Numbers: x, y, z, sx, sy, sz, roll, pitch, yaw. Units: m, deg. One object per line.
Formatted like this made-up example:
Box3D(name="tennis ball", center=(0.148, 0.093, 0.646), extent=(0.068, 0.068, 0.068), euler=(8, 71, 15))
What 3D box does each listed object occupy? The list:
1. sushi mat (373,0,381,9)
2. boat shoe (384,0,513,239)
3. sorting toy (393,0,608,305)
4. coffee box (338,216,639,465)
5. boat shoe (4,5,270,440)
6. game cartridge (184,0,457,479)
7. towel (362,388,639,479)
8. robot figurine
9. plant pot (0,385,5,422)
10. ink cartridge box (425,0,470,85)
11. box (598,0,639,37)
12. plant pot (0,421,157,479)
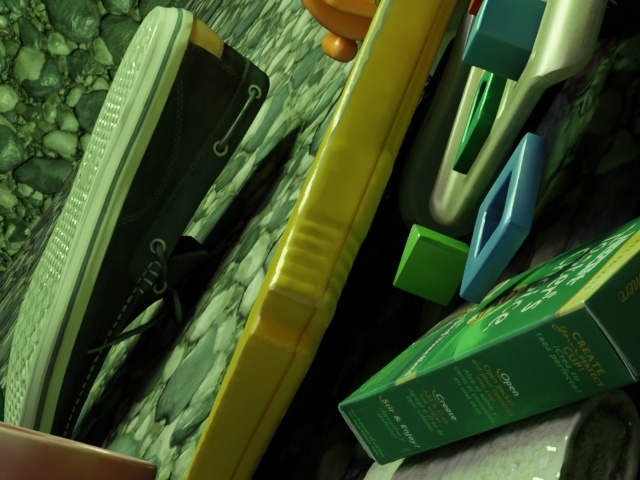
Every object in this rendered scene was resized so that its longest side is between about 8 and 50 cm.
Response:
Box3D(name="sushi mat", center=(0.081, -0.224, 1.019), extent=(0.151, 0.019, 0.316), euler=(-61, -12, -2))
Box3D(name="boat shoe", center=(0.106, -0.100, 0.895), extent=(0.228, 0.080, 0.076), euler=(-67, 19, -10))
Box3D(name="sorting toy", center=(0.104, -0.122, 0.725), extent=(0.196, 0.047, 0.347), euler=(120, 170, -65))
Box3D(name="coffee box", center=(0.099, 0.041, 0.618), extent=(0.113, 0.040, 0.184), euler=(-35, 2, -35))
Box3D(name="boat shoe", center=(-0.194, 0.013, 1.395), extent=(0.500, 0.156, 0.187), euler=(-67, 21, 2))
Box3D(name="game cartridge", center=(0.000, 0.000, 0.901), extent=(0.285, 0.053, 0.323), euler=(115, 176, -54))
Box3D(name="towel", center=(0.029, 0.197, 0.572), extent=(0.187, 0.049, 0.282), euler=(-30, 30, 55))
Box3D(name="robot figurine", center=(0.036, -0.265, 1.312), extent=(0.128, 0.158, 0.219), euler=(-26, 19, 1))
Box3D(name="plant pot", center=(-0.504, 0.273, 1.500), extent=(0.341, 0.341, 0.334), euler=(-55, 24, 3))
Box3D(name="ink cartridge box", center=(0.153, -0.233, 1.059), extent=(0.223, 0.045, 0.224), euler=(-61, 17, -16))
Box3D(name="box", center=(0.175, -0.167, 0.839), extent=(0.052, 0.062, 0.083), euler=(-61, 16, -15))
Box3D(name="plant pot", center=(-0.246, 0.236, 1.058), extent=(0.201, 0.201, 0.180), euler=(-8, 65, 69))
